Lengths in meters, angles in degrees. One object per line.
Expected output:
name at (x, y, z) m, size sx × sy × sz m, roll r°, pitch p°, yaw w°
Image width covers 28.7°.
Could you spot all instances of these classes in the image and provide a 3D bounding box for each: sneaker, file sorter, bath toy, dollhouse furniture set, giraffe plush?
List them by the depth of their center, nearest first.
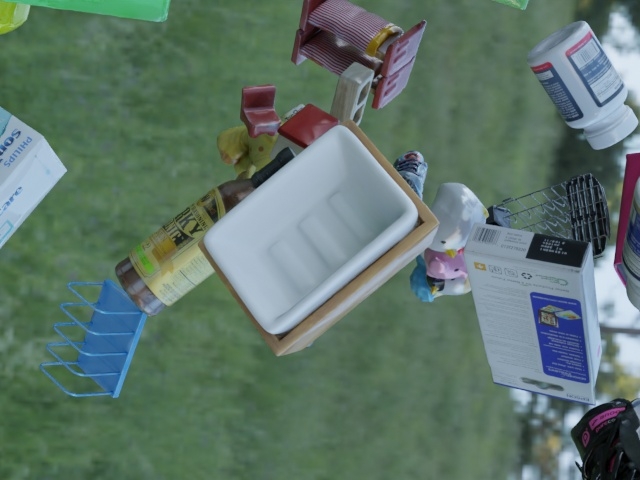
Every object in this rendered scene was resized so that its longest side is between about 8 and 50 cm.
sneaker at (0.414, 0.326, 1.677) m, size 0.202 × 0.185 × 0.483 m, roll 50°, pitch 9°, yaw 4°
file sorter at (-0.391, 0.167, 2.124) m, size 0.118 × 0.104 × 0.170 m, roll 34°, pitch -70°, yaw 38°
bath toy at (0.213, 0.014, 2.160) m, size 0.151 × 0.129 × 0.348 m, roll 52°, pitch -9°, yaw 13°
dollhouse furniture set at (0.001, -0.294, 2.173) m, size 0.374 × 0.201 × 0.152 m, roll -44°, pitch 158°, yaw -44°
giraffe plush at (-0.091, -0.122, 2.210) m, size 0.210 × 0.181 × 0.170 m, roll 130°, pitch -27°, yaw -50°
sneaker at (0.175, -0.138, 2.673) m, size 0.262 × 0.104 × 0.125 m, roll 78°, pitch 26°, yaw -86°

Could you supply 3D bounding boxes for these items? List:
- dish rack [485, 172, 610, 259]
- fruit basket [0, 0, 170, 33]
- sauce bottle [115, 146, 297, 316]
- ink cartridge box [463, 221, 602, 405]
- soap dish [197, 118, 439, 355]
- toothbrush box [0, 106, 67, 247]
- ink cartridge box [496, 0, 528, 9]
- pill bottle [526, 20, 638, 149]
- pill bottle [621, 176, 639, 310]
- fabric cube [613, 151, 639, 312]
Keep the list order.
dish rack at (0.446, -0.011, 2.455) m, size 0.074 × 0.271 × 0.208 m, roll 31°, pitch 48°, yaw -45°
fruit basket at (-0.398, -0.360, 1.584) m, size 0.283 × 0.392 × 0.392 m, roll 49°, pitch -28°, yaw 26°
sauce bottle at (-0.165, -0.020, 1.989) m, size 0.111 × 0.344 × 0.111 m, roll 52°, pitch 1°, yaw -2°
ink cartridge box at (0.329, 0.119, 1.894) m, size 0.371 × 0.176 × 0.069 m, roll 72°, pitch 37°, yaw -48°
soap dish at (0.000, 0.000, 1.777) m, size 0.229 × 0.291 × 0.118 m, roll 52°, pitch 2°, yaw 31°
toothbrush box at (-0.585, -0.128, 1.951) m, size 0.216 × 0.295 × 0.126 m, roll -53°, pitch 161°, yaw -14°
ink cartridge box at (0.303, -0.564, 2.157) m, size 0.115 × 0.198 × 0.273 m, roll -72°, pitch 180°, yaw -70°
pill bottle at (0.406, -0.235, 1.919) m, size 0.180 × 0.108 × 0.108 m, roll 55°, pitch 6°, yaw -14°
pill bottle at (0.432, 0.004, 1.545) m, size 0.186 × 0.112 × 0.112 m, roll 86°, pitch 3°, yaw -46°
fabric cube at (0.707, -0.004, 2.296) m, size 0.259 × 0.254 × 0.258 m, roll 50°, pitch 44°, yaw -42°
